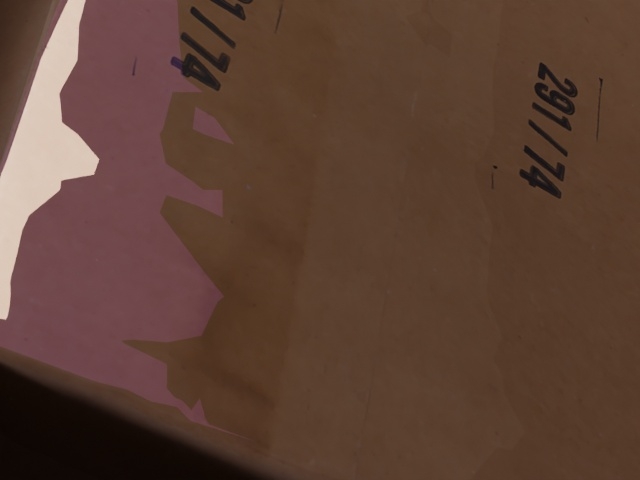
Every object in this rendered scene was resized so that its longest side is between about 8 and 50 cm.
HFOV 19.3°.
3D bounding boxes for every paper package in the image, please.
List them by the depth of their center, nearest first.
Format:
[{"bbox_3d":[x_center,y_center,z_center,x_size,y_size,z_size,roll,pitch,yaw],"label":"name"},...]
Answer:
[{"bbox_3d":[0.000,0.000,0.674,0.309,0.168,0.325,25,48,-20],"label":"paper package"}]
